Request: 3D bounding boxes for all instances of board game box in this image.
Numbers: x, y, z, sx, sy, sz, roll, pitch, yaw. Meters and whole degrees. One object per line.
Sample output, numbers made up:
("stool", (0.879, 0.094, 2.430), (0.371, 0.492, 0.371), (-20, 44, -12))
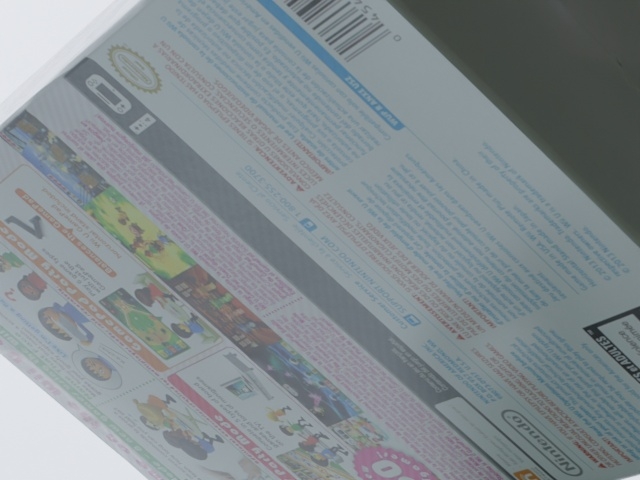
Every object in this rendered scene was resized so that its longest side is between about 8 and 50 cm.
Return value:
("board game box", (0.000, 0.000, 0.529), (0.224, 0.303, 0.097), (43, -129, -16))
